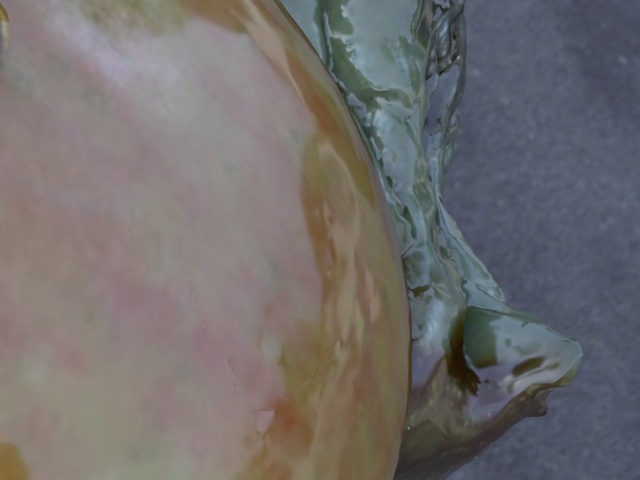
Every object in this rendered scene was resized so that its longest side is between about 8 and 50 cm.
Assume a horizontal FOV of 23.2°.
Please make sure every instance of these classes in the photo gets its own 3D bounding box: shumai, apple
[{"bbox_3d":[0.000,0.000,0.966,0.324,0.397,0.323,-19,58,-19],"label":"shumai"},{"bbox_3d":[-0.157,0.039,0.530,0.346,0.391,0.391,44,46,-20],"label":"apple"}]
